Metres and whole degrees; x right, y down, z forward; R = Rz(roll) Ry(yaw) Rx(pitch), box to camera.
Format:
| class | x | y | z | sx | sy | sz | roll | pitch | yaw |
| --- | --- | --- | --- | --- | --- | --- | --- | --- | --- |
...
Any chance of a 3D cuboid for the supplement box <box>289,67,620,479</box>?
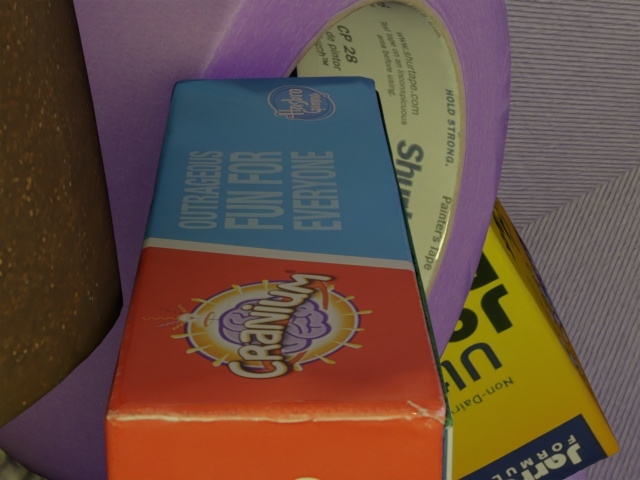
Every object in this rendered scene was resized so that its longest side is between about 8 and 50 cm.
| class | x | y | z | sx | sy | sz | roll | pitch | yaw |
| --- | --- | --- | --- | --- | --- | --- | --- | --- | --- |
| supplement box | 0.000 | 0.000 | 1.020 | 0.356 | 0.194 | 0.195 | 54 | 11 | -38 |

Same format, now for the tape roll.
| class | x | y | z | sx | sy | sz | roll | pitch | yaw |
| --- | --- | --- | --- | --- | --- | --- | --- | --- | --- |
| tape roll | -0.025 | -0.017 | 0.714 | 0.090 | 0.275 | 0.275 | 17 | -16 | 29 |

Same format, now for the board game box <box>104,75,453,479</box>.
| class | x | y | z | sx | sy | sz | roll | pitch | yaw |
| --- | --- | --- | --- | --- | --- | --- | --- | --- | --- |
| board game box | -0.010 | 0.137 | 0.478 | 0.242 | 0.064 | 0.316 | -94 | -176 | -71 |

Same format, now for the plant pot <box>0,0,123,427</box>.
| class | x | y | z | sx | sy | sz | roll | pitch | yaw |
| --- | --- | --- | --- | --- | --- | --- | --- | --- | --- |
| plant pot | -0.142 | -0.059 | 0.357 | 0.230 | 0.215 | 0.215 | 63 | 8 | -14 |
